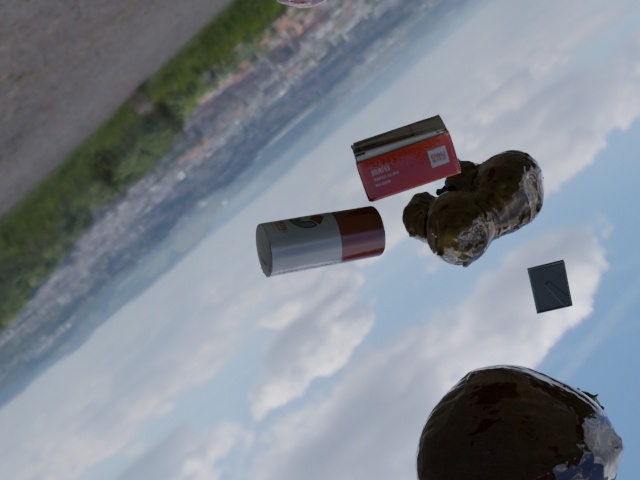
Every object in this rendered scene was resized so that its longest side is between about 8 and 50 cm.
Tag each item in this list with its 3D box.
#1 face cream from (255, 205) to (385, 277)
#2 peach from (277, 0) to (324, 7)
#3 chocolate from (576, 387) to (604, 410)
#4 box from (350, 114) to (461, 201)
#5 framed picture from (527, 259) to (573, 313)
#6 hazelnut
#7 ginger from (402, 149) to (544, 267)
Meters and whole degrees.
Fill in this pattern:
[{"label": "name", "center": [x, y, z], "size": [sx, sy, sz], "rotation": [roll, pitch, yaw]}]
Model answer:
[{"label": "face cream", "center": [0.000, 0.000, 1.783], "size": [0.214, 0.096, 0.096], "rotation": [-10, 176, -18]}, {"label": "peach", "center": [-0.033, -0.694, 2.244], "size": [0.281, 0.281, 0.338], "rotation": [-49, 161, -61]}, {"label": "chocolate", "center": [0.599, 0.407, 2.336], "size": [0.156, 0.133, 0.156], "rotation": [-6, -150, 3]}, {"label": "box", "center": [0.152, -0.155, 1.843], "size": [0.182, 0.099, 0.133], "rotation": [-18, -161, 7]}, {"label": "framed picture", "center": [0.402, 0.082, 1.762], "size": [0.066, 0.089, 0.007], "rotation": [-15, -162, 5]}, {"label": "hazelnut", "center": [0.399, 0.435, 2.031], "size": [0.420, 0.353, 0.421], "rotation": [3, 179, 0]}, {"label": "ginger", "center": [0.335, -0.080, 2.136], "size": [0.357, 0.152, 0.274], "rotation": [-35, -161, -17]}]
